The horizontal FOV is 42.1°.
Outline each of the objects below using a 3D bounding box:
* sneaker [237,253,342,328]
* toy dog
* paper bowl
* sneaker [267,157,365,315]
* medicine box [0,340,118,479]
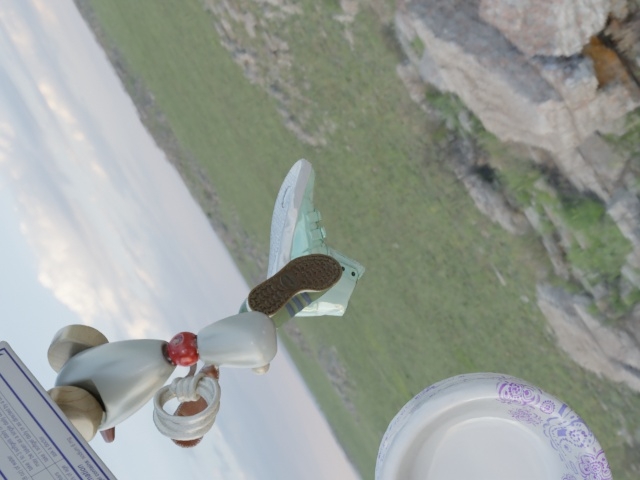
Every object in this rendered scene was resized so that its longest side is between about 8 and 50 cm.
[{"bbox_3d":[-0.054,0.082,1.208,0.064,0.192,0.086,50,132,13],"label":"sneaker"},{"bbox_3d":[-0.213,0.198,1.095,0.220,0.334,0.160,-64,-35,-43],"label":"toy dog"},{"bbox_3d":[0.210,0.310,1.051,0.284,0.284,0.148,61,180,2],"label":"paper bowl"},{"bbox_3d":[0.000,0.000,1.360,0.094,0.151,0.255,172,106,-72],"label":"sneaker"},{"bbox_3d":[-0.391,0.290,0.868,0.263,0.289,0.149,42,136,23],"label":"medicine box"}]
